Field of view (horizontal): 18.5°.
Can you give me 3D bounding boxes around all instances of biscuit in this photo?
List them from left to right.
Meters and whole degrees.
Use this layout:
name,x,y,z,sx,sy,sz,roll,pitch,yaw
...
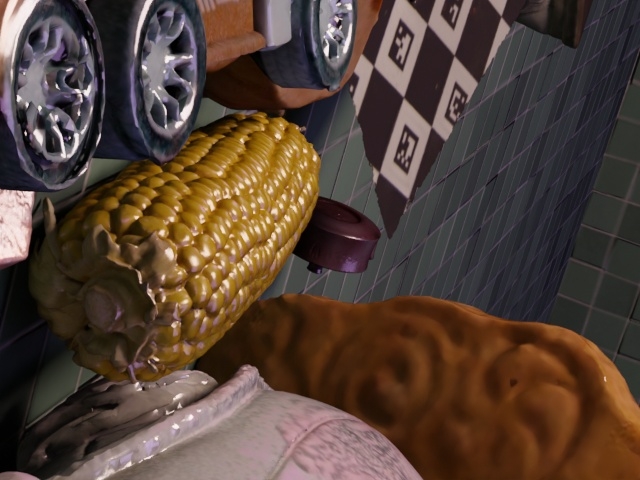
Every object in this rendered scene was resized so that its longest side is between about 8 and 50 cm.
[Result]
name,x,y,z,sx,sy,sz,roll,pitch,yaw
biscuit,0.048,0.212,1.122,0.062,0.385,0.365,25,82,-57

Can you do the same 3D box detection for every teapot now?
name,x,y,z,sx,sy,sz,roll,pitch,yaw
teapot,0.000,0.000,1.285,0.100,0.068,0.045,5,111,-40

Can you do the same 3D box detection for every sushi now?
name,x,y,z,sx,sy,sz,roll,pitch,yaw
sushi,0.057,-0.195,1.206,0.290,0.050,0.264,-58,147,-33

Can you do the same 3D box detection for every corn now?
name,x,y,z,sx,sy,sz,roll,pitch,yaw
corn,-0.060,-0.006,0.959,0.260,0.091,0.091,-49,135,-66

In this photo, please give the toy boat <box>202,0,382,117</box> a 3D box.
name,x,y,z,sx,sy,sz,roll,pitch,yaw
toy boat,-0.007,-0.174,0.920,0.108,0.099,0.293,-26,142,-35

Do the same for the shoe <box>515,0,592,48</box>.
name,x,y,z,sx,sy,sz,roll,pitch,yaw
shoe,0.176,-0.251,1.575,0.275,0.098,0.103,81,24,-62

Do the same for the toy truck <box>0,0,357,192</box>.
name,x,y,z,sx,sy,sz,roll,pitch,yaw
toy truck,-0.082,-0.126,0.591,0.338,0.133,0.184,-32,125,-67

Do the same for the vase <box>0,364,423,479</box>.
name,x,y,z,sx,sy,sz,roll,pitch,yaw
vase,-0.079,0.183,0.882,0.250,0.250,0.445,-71,163,5

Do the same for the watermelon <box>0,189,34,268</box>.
name,x,y,z,sx,sy,sz,roll,pitch,yaw
watermelon,-0.141,-0.001,0.669,0.084,0.072,0.092,-30,147,-44
